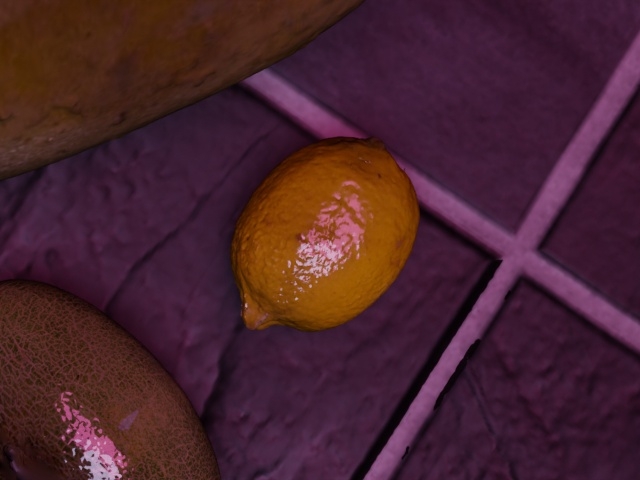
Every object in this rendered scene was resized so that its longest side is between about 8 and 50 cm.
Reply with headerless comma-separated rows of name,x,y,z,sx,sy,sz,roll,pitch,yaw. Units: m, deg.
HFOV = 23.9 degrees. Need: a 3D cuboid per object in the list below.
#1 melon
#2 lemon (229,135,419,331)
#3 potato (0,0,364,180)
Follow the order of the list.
melon,-0.113,0.088,0.708,0.099,0.099,0.162,-39,92,-8
lemon,0.000,0.000,0.737,0.082,0.082,0.110,39,87,-7
potato,-0.130,-0.171,0.656,0.359,0.219,0.269,-20,102,-16
